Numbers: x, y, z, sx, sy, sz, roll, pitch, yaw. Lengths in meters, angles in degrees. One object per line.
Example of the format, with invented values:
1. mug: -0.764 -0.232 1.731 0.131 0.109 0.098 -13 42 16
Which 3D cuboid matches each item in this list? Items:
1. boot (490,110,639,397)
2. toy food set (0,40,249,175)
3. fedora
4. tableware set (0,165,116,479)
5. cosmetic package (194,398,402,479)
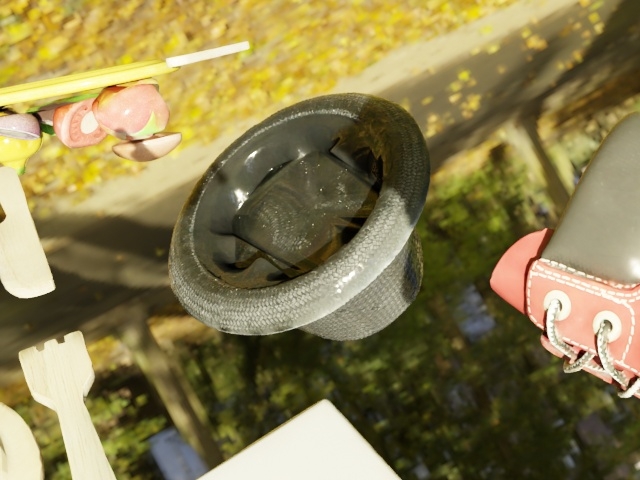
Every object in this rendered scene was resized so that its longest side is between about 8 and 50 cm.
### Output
1. boot: 0.125 0.074 0.353 0.176 0.244 0.088 7 155 24
2. toy food set: -0.162 -0.084 0.851 0.217 0.071 0.128 -9 -169 14
3. fedora: 0.000 0.000 1.249 0.334 0.152 0.334 -24 -142 20
4. tableware set: -0.134 0.054 0.370 0.128 0.039 0.194 -19 -142 -11
5. cosmetic package: 0.066 0.319 0.820 0.161 0.230 0.453 -32 -154 -10
